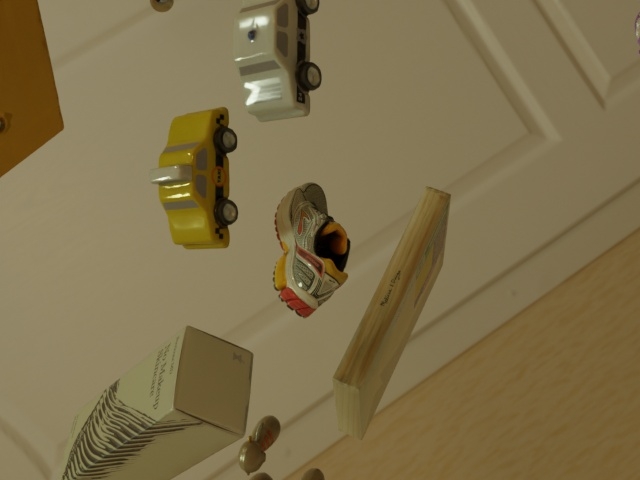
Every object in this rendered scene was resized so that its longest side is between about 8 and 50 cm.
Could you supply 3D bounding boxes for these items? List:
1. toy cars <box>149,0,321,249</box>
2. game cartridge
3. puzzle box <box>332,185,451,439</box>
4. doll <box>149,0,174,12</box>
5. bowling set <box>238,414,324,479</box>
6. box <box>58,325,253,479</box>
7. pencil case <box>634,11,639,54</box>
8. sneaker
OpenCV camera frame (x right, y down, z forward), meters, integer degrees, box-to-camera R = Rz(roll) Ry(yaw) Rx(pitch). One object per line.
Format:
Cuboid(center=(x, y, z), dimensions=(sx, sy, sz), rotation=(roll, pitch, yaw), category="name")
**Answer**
Cuboid(center=(-0.118, -0.162, 1.102), dimensions=(0.087, 0.393, 0.176), rotation=(3, -143, -52), category="toy cars")
Cuboid(center=(-0.508, -0.243, 1.299), dimensions=(0.053, 0.285, 0.323), rotation=(13, 129, 20), category="game cartridge")
Cuboid(center=(0.133, 0.135, 1.597), dimensions=(0.052, 0.408, 0.272), rotation=(21, 153, 16), category="puzzle box")
Cuboid(center=(-0.257, -0.406, 1.286), dimensions=(0.129, 0.046, 0.189), rotation=(58, 177, 30), category="doll")
Cuboid(center=(-0.047, 0.427, 1.345), dimensions=(0.154, 0.200, 0.286), rotation=(-44, -36, -69), category="bowling set")
Cuboid(center=(-0.195, 0.212, 1.019), dimensions=(0.094, 0.275, 0.113), rotation=(28, -137, -27), category="box")
Cuboid(center=(0.626, -0.365, 1.479), dimensions=(0.086, 0.088, 0.206), rotation=(24, 167, -29), category="pencil case")
Cuboid(center=(0.000, 0.000, 1.143), dimensions=(0.088, 0.093, 0.225), rotation=(40, -152, -31), category="sneaker")
